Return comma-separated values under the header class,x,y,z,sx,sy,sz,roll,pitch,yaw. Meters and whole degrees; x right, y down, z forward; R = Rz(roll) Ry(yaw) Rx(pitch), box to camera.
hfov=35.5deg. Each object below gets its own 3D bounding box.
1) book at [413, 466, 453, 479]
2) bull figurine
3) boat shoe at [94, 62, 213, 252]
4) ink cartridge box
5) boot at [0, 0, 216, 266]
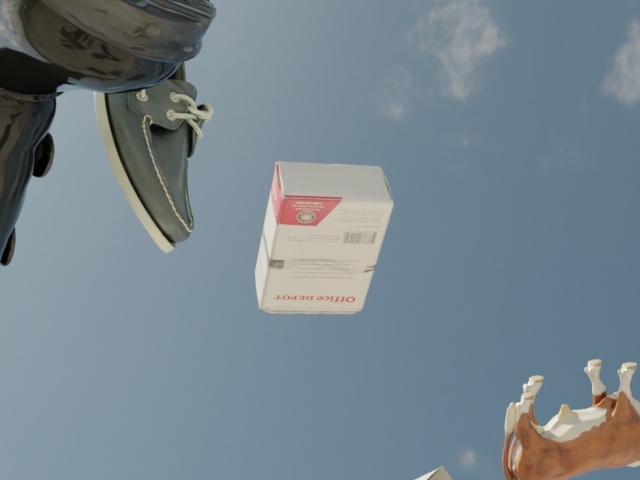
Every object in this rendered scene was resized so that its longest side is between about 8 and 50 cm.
class,x,y,z,sx,sy,sz,roll,pitch,yaw
book,0.049,0.265,0.924,0.144,0.096,0.035,-38,-93,37
bull figurine,0.428,0.294,1.582,0.310,0.101,0.188,-15,-79,-17
boat shoe,-0.164,-0.140,1.005,0.099,0.319,0.116,-20,-28,5
ink cartridge box,0.000,0.000,1.423,0.159,0.092,0.217,2,-49,-14
boot,-0.260,-0.027,0.732,0.146,0.367,0.445,22,-74,-30
